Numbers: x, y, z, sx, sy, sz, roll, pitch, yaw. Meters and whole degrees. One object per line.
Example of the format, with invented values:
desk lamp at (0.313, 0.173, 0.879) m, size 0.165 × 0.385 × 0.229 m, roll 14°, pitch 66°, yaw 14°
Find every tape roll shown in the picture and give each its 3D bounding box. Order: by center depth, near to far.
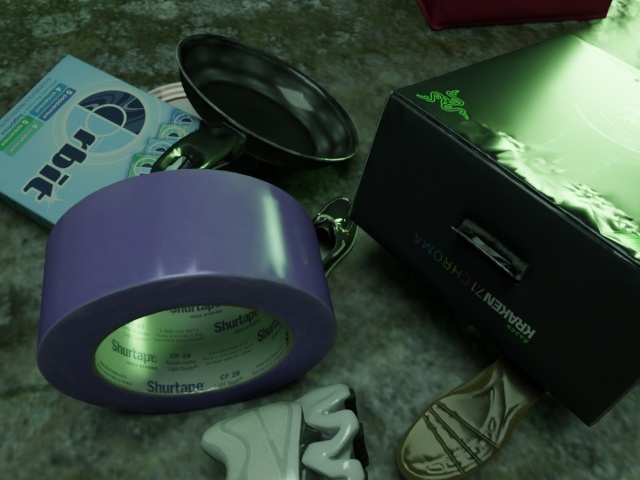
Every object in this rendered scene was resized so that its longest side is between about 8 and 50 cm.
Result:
tape roll at (-0.088, 0.044, 0.412) m, size 0.189 × 0.189 × 0.080 m, roll -7°, pitch 55°, yaw -8°

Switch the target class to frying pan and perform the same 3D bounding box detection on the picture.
frying pan at (-0.046, -0.093, 0.542) m, size 0.197 × 0.053 × 0.326 m, roll 21°, pitch 35°, yaw -22°

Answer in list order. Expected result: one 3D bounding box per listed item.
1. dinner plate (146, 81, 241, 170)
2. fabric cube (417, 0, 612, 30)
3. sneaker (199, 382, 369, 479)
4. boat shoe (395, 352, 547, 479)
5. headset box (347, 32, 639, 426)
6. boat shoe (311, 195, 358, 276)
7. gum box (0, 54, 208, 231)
dinner plate at (-0.137, -0.117, 0.634) m, size 0.141 × 0.017 × 0.141 m, roll 1°, pitch 55°, yaw -2°
fabric cube at (0.246, -0.453, 0.755) m, size 0.254 × 0.258 × 0.259 m, roll -6°, pitch 54°, yaw -9°
sneaker at (-0.019, 0.226, 0.343) m, size 0.118 × 0.110 × 0.292 m, roll -7°, pitch 46°, yaw 1°
boat shoe at (0.118, 0.130, 0.455) m, size 0.153 × 0.048 × 0.056 m, roll -38°, pitch 70°, yaw -20°
headset box at (0.199, -0.033, 0.485) m, size 0.283 × 0.131 × 0.246 m, roll -26°, pitch 58°, yaw -36°
boat shoe at (0.000, 0.000, 0.542) m, size 0.046 × 0.038 × 0.125 m, roll 27°, pitch 57°, yaw 16°
gum box at (-0.216, -0.080, 0.571) m, size 0.184 × 0.041 × 0.157 m, roll 27°, pitch 67°, yaw 16°
